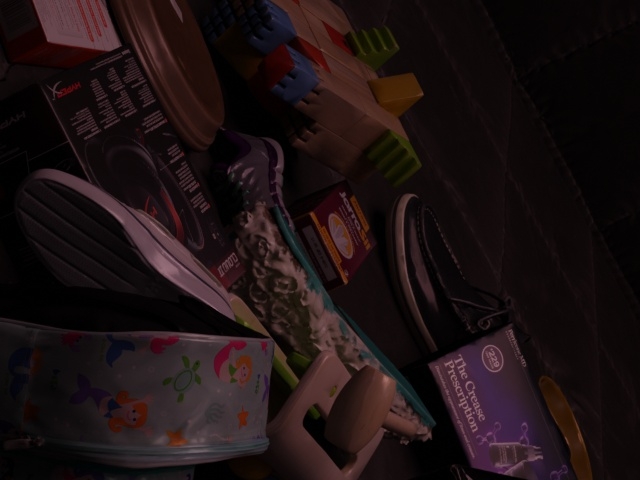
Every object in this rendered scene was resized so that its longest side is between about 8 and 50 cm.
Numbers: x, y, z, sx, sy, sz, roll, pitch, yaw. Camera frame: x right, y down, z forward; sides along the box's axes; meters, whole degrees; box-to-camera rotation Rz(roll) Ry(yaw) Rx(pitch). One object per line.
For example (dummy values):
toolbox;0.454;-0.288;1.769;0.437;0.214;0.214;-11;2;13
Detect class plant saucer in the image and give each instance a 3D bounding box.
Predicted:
plant saucer;-0.177;-0.236;1.669;0.278;0.041;0.278;-22;90;-81

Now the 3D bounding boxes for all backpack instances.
backpack;-0.166;0.121;1.096;0.225;0.254;0.191;13;77;-67

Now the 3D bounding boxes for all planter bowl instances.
planter bowl;0.375;0.345;2.434;0.217;0.090;0.217;52;24;-35

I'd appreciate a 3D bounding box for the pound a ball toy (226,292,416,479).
pound a ball toy;-0.017;0.185;1.386;0.208;0.135;0.319;29;-13;23

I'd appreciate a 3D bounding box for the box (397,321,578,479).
box;0.232;0.271;2.031;0.184;0.103;0.261;-22;89;-40

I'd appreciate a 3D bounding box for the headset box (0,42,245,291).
headset box;-0.195;-0.019;1.367;0.293;0.110;0.218;63;21;-10

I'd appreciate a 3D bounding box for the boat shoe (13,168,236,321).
boat shoe;-0.165;0.015;1.219;0.226;0.083;0.076;45;18;-22

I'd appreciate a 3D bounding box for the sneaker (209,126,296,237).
sneaker;-0.094;-0.039;1.729;0.098;0.083;0.223;20;43;-32

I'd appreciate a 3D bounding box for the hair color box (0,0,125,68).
hair color box;-0.271;-0.229;1.484;0.167;0.053;0.093;-7;75;-68

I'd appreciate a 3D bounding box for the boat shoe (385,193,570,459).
boat shoe;0.241;0.151;2.220;0.187;0.156;0.500;-8;74;-67

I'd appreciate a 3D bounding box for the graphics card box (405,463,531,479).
graphics card box;0.129;0.339;1.622;0.371;0.233;0.094;28;43;-60

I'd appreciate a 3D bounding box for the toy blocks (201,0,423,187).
toy blocks;-0.039;-0.249;1.933;0.261;0.191;0.381;28;29;-44

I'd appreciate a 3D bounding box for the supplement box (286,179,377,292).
supplement box;0.000;0.000;1.877;0.104;0.081;0.188;64;20;-8

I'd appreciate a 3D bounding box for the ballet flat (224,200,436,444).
ballet flat;-0.013;0.117;1.657;0.409;0.147;0.147;53;24;-36
